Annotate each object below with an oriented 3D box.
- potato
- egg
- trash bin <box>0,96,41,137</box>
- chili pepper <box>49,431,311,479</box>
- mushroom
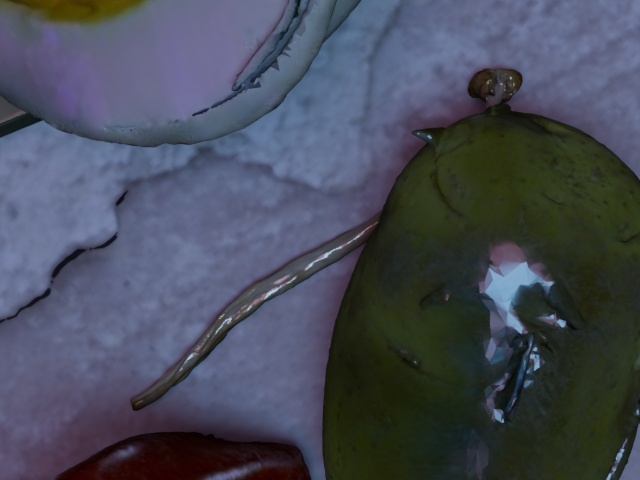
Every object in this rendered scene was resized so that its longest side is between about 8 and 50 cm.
[{"bbox_3d":[0.089,0.059,0.738,0.169,0.143,0.248,19,95,13],"label":"potato"},{"bbox_3d":[-0.081,-0.193,0.727,0.286,0.174,0.264,13,113,23],"label":"egg"},{"bbox_3d":[-0.195,-0.101,0.797,0.061,0.043,0.092,-22,91,5],"label":"trash bin"},{"bbox_3d":[-0.092,0.163,0.709,0.144,0.253,0.136,-38,72,13],"label":"chili pepper"},{"bbox_3d":[0.004,0.005,0.803,0.286,0.026,0.028,-43,74,7],"label":"mushroom"}]
